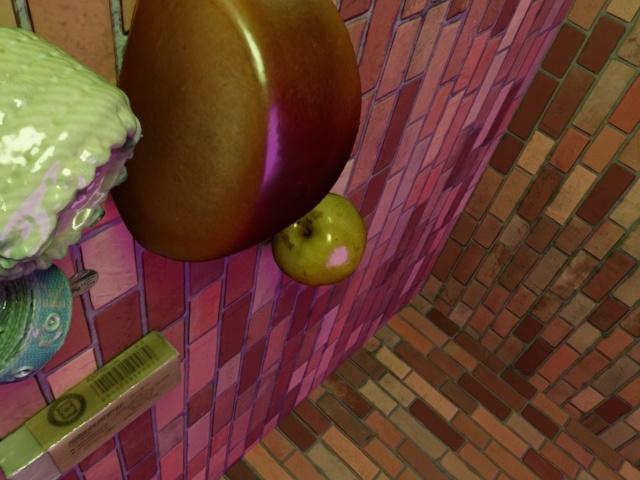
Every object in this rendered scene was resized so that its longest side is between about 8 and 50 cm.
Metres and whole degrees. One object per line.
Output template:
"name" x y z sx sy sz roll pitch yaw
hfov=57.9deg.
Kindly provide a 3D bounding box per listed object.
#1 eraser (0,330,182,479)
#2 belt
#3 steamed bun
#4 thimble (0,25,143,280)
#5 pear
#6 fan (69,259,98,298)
"eraser" -0.420 0.320 1.085 0.343 0.078 0.144 -36 155 -32
"belt" -0.380 0.097 0.693 0.082 0.148 0.162 19 81 -66
"steamed bun" -0.098 -0.134 0.722 0.235 0.248 0.379 -26 148 -50
"thimble" -0.270 -0.069 0.516 0.219 0.150 0.219 -54 -170 14
"pear" 0.000 0.000 1.243 0.209 0.209 0.208 -42 159 -21
"fan" -0.363 0.062 0.860 0.060 0.003 0.080 -47 160 -12
